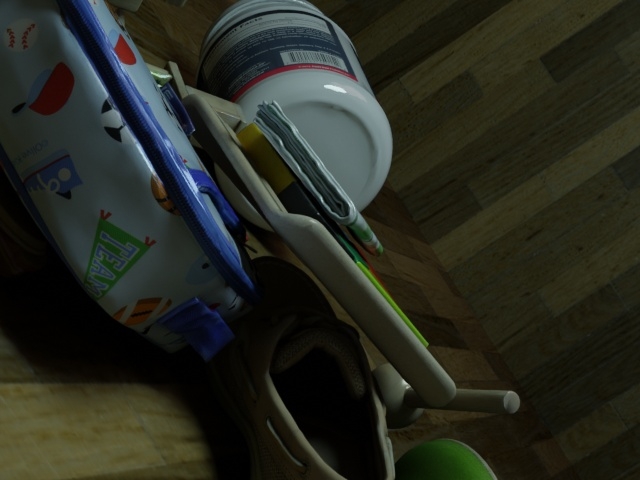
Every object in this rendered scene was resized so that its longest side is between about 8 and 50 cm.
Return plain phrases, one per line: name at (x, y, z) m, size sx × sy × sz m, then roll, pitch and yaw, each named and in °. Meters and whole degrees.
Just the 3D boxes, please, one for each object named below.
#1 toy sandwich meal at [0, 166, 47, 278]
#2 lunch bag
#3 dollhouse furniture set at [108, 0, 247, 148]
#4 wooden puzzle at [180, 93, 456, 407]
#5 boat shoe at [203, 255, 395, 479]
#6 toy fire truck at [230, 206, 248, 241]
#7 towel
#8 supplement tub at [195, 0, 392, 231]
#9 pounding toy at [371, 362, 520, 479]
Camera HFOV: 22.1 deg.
toy sandwich meal at (-0.199, -0.015, 1.015) m, size 0.085 × 0.029 × 0.085 m, roll 52°, pitch 7°, yaw -9°
lunch bag at (-0.128, -0.038, 1.088) m, size 0.243 × 0.115 × 0.303 m, roll 57°, pitch -1°, yaw 9°
dollhouse furniture set at (-0.110, -0.138, 1.297) m, size 0.182 × 0.161 × 0.101 m, roll 18°, pitch 30°, yaw -31°
wooden puzzle at (0.000, 0.000, 1.231) m, size 0.221 × 0.044 × 0.238 m, roll 50°, pitch -1°, yaw -36°
boat shoe at (-0.005, 0.106, 1.201) m, size 0.122 × 0.110 × 0.341 m, roll 9°, pitch 32°, yaw -20°
toy fire truck at (-0.146, -0.076, 1.445) m, size 0.192 × 0.047 × 0.135 m, roll 58°, pitch 9°, yaw 21°
towel at (0.000, -0.041, 1.229) m, size 0.113 × 0.023 × 0.152 m, roll 54°, pitch 1°, yaw 15°
supplement tub at (-0.037, -0.146, 1.808) m, size 0.191 × 0.191 × 0.272 m, roll 51°, pitch 11°, yaw -30°
pounding toy at (0.059, 0.220, 1.238) m, size 0.183 × 0.110 × 0.236 m, roll 9°, pitch -80°, yaw 62°
